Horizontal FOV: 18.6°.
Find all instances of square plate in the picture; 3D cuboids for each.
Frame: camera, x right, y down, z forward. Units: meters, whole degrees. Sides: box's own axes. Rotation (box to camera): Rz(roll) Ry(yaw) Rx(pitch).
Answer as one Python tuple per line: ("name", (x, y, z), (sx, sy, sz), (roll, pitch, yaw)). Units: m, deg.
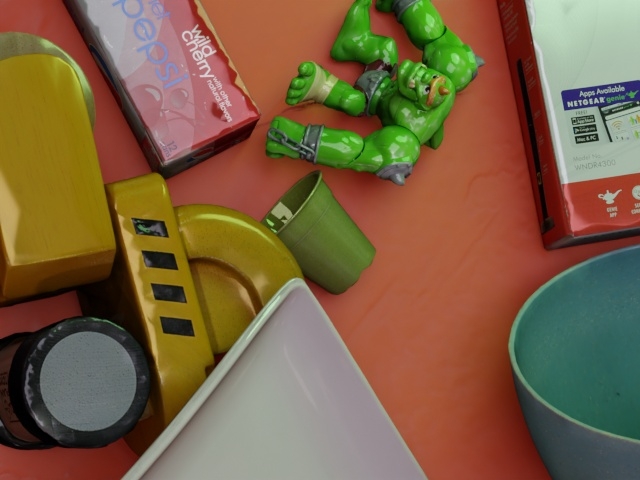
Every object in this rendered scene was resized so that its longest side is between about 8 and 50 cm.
("square plate", (-0.043, 0.263, 1.402), (0.344, 0.049, 0.347), (-50, 122, -32))

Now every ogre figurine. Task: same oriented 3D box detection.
("ogre figurine", (0.052, -0.125, 1.574), (0.118, 0.097, 0.197), (30, 46, 9))

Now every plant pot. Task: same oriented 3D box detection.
("plant pot", (0.000, 0.000, 1.558), (0.079, 0.083, 0.083), (41, 78, -14))
("plant pot", (0.297, 0.152, 1.501), (0.290, 0.290, 0.195), (-14, 120, -11))

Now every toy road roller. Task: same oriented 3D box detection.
("toy road roller", (-0.155, 0.003, 1.473), (0.241, 0.202, 0.329), (-14, 89, -23))

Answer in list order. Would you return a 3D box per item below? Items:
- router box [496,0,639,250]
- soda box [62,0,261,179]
("router box", (0.324, -0.166, 1.624), (0.336, 0.082, 0.301), (-10, 83, -10))
("soda box", (-0.148, -0.185, 1.554), (0.092, 0.083, 0.263), (-27, 87, -11))
